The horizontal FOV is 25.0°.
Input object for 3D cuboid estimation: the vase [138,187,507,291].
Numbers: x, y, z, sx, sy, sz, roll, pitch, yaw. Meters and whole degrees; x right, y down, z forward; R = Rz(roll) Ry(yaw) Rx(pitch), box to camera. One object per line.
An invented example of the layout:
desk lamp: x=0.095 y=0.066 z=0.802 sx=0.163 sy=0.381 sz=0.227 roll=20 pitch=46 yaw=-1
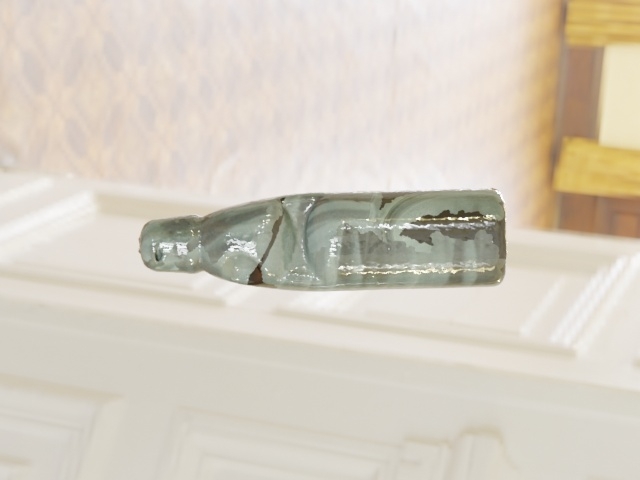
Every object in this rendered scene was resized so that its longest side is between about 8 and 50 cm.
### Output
vase: x=0.000 y=0.000 z=0.838 sx=0.060 sy=0.211 sz=0.060 roll=179 pitch=-90 yaw=-90
